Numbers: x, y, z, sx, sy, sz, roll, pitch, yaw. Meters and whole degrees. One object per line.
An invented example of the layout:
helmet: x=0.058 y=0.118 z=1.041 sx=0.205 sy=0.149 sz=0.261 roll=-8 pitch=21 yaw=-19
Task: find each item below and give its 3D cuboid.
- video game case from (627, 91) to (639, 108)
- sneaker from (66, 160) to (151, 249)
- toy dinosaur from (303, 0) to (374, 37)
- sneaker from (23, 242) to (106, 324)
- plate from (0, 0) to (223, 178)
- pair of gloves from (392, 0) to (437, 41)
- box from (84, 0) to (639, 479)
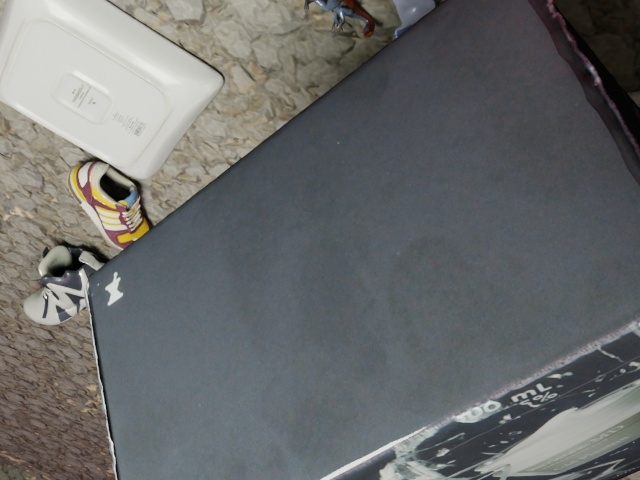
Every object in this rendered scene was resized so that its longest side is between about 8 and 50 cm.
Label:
video game case: x=0.414 y=-0.105 z=0.910 sx=0.143 sy=0.019 sz=0.157 roll=-1 pitch=140 yaw=25
sneaker: x=-0.304 y=-0.046 z=1.270 sx=0.084 sy=0.069 sz=0.185 roll=-3 pitch=141 yaw=35
toy dinosaur: x=0.023 y=-0.248 z=0.881 sx=0.082 sy=0.047 sz=0.090 roll=5 pitch=136 yaw=-13
sneaker: x=-0.469 y=0.068 z=1.476 sx=0.235 sy=0.094 sz=0.153 roll=-6 pitch=137 yaw=30
plate: x=-0.302 y=-0.200 z=1.086 sx=0.278 sy=0.045 sz=0.277 roll=31 pitch=142 yaw=-17
pair of gloves: x=0.164 y=-0.203 z=0.890 sx=0.198 sy=0.023 sz=0.159 roll=4 pitch=142 yaw=21
box: x=0.131 y=0.087 z=0.776 sx=0.480 sy=0.297 sz=0.472 roll=-35 pitch=145 yaw=25
